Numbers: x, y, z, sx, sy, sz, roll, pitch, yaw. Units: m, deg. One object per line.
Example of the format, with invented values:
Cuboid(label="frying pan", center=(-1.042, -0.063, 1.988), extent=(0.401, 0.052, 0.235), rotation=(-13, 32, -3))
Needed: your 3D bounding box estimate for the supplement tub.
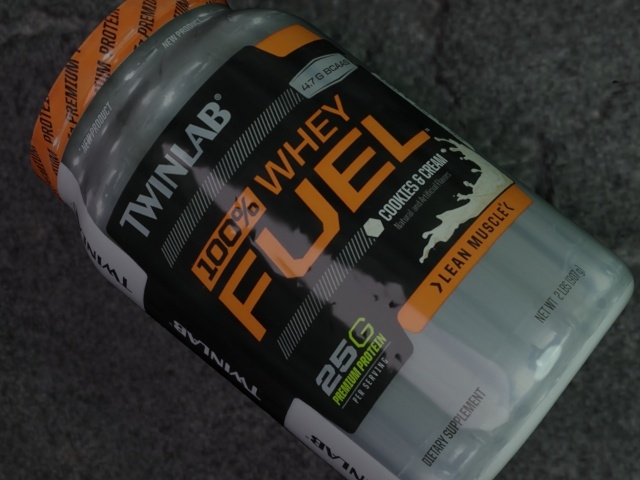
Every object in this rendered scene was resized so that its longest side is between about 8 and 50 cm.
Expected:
Cuboid(label="supplement tub", center=(0.000, 0.000, 0.716), extent=(0.316, 0.193, 0.193), rotation=(38, 107, 11))
